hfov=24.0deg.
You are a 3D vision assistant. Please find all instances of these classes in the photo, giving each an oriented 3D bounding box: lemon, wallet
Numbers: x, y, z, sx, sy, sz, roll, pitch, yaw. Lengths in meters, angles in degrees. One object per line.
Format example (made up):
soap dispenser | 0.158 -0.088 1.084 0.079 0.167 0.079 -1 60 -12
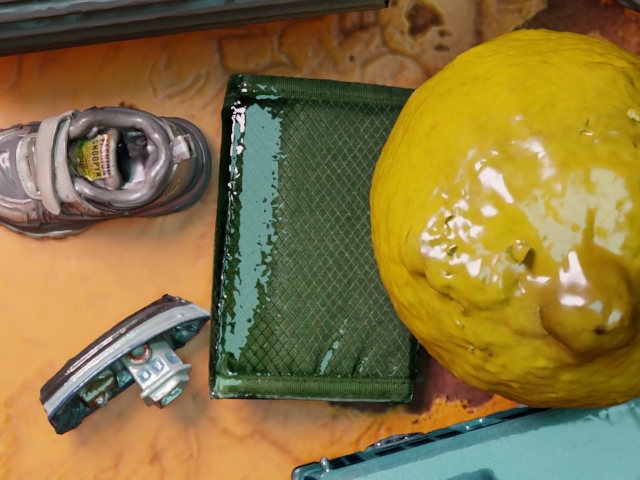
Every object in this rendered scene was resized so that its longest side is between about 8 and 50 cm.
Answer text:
lemon | 0.154 -0.013 0.994 0.245 0.320 0.245 0 110 1
wallet | -0.001 0.000 1.103 0.160 0.055 0.236 4 89 -15

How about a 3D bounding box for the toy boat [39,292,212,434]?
toy boat | -0.134 0.095 1.085 0.140 0.059 0.066 -38 72 -11

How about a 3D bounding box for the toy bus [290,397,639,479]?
toy bus | 0.115 0.184 1.055 0.256 0.147 0.128 -15 86 -5

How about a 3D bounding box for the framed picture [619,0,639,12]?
framed picture | 0.229 -0.289 1.104 0.281 0.019 0.209 27 86 -26

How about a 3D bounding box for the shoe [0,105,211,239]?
shoe | -0.168 -0.050 1.078 0.180 0.092 0.089 -5 87 -4

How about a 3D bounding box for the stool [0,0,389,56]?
stool | -0.142 -0.268 1.005 0.330 0.297 0.297 -11 87 1
